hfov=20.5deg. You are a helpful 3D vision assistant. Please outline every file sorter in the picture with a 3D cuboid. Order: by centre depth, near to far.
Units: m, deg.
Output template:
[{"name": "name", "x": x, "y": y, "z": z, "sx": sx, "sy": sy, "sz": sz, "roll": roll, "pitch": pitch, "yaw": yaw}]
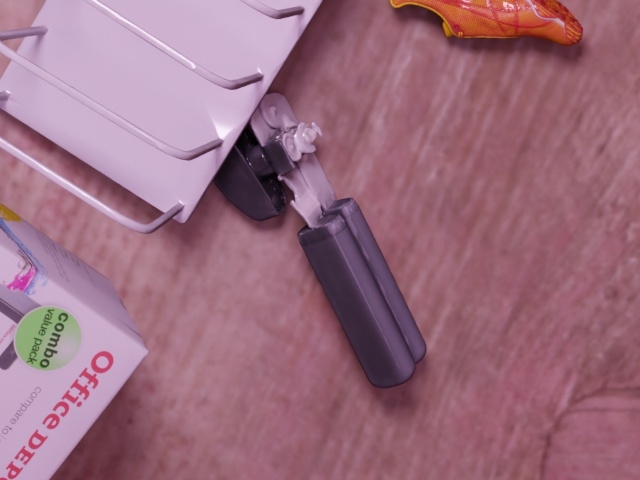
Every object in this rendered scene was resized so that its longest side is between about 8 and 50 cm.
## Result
[{"name": "file sorter", "x": -0.129, "y": -0.168, "z": 1.372, "sx": 0.193, "sy": 0.173, "sz": 0.278, "roll": 33, "pitch": 102, "yaw": 1}]

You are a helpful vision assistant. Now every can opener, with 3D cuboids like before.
[{"name": "can opener", "x": 0.000, "y": 0.000, "z": 1.525, "sx": 0.093, "sy": 0.074, "sz": 0.280, "roll": -24, "pitch": 104, "yaw": 29}]

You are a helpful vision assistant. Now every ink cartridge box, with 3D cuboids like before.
[{"name": "ink cartridge box", "x": -0.310, "y": 0.060, "z": 1.389, "sx": 0.270, "sy": 0.197, "sz": 0.198, "roll": 37, "pitch": 92, "yaw": -22}]

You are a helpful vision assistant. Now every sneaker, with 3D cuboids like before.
[{"name": "sneaker", "x": 0.141, "y": -0.200, "z": 1.521, "sx": 0.175, "sy": 0.064, "sz": 0.067, "roll": 19, "pitch": 116, "yaw": -8}]
